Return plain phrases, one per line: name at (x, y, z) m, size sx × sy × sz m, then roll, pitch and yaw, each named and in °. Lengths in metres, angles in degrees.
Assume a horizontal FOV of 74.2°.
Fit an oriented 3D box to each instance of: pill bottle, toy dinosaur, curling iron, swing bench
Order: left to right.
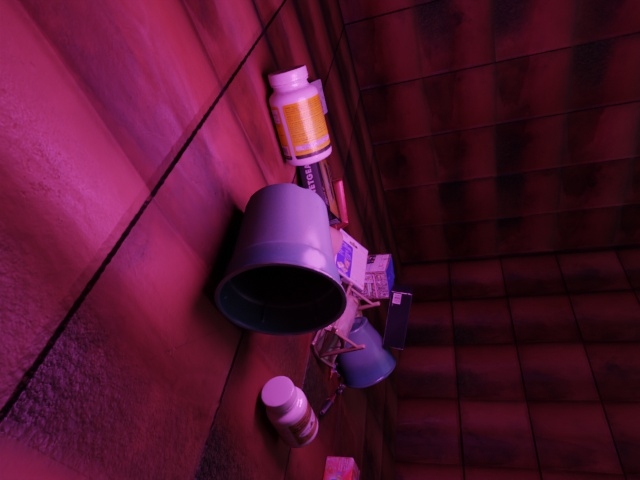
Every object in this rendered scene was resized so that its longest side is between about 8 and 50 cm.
pill bottle at (-0.097, 0.533, 1.322) m, size 0.131 × 0.131 × 0.229 m, roll -74°, pitch 152°, yaw -49°
pill bottle at (-0.082, -0.466, 1.586) m, size 0.188 × 0.188 × 0.334 m, roll -67°, pitch 147°, yaw -56°
toy dinosaur at (0.048, 0.593, 1.930) m, size 0.090 × 0.047 × 0.082 m, roll 50°, pitch 31°, yaw 2°
curling iron at (0.048, 0.695, 1.856) m, size 0.068 × 0.035 × 0.274 m, roll -61°, pitch 163°, yaw 14°
swing bench at (0.088, 0.358, 1.782) m, size 0.165 × 0.254 × 0.253 m, roll 36°, pitch 44°, yaw -9°

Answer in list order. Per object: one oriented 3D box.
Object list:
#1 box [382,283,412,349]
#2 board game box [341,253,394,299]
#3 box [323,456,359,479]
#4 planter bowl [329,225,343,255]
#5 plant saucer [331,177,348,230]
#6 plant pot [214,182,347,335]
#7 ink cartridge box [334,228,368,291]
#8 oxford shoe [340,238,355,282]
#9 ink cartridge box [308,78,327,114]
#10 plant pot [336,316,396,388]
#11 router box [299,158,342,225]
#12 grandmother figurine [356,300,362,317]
box at (0.367, 0.354, 1.998) m, size 0.184 × 0.103 × 0.261 m, roll -25°, pitch 124°, yaw -78°
board game box at (0.202, 0.179, 2.084) m, size 0.232 × 0.291 × 0.141 m, roll -52°, pitch 134°, yaw -64°
box at (0.076, 1.028, 1.709) m, size 0.257 × 0.122 × 0.128 m, roll -75°, pitch 153°, yaw -48°
planter bowl at (0.000, 0.000, 1.780) m, size 0.109 × 0.162 × 0.162 m, roll 36°, pitch 46°, yaw -32°
plant saucer at (0.080, -0.189, 2.222) m, size 0.258 × 0.047 × 0.259 m, roll -34°, pitch 116°, yaw -70°
plant pot at (-0.102, 0.038, 1.197) m, size 0.341 × 0.341 × 0.334 m, roll 64°, pitch 20°, yaw -47°
ink cartridge box at (0.123, 0.086, 1.836) m, size 0.206 × 0.045 × 0.208 m, roll 38°, pitch 49°, yaw -34°
oxford shoe at (0.038, 0.145, 1.888) m, size 0.169 × 0.130 × 0.449 m, roll -54°, pitch -170°, yaw 51°
ink cartridge box at (-0.047, -0.637, 1.946) m, size 0.333 × 0.065 × 0.165 m, roll -62°, pitch 142°, yaw -62°
plant pot at (0.186, 0.517, 2.026) m, size 0.255 × 0.271 × 0.271 m, roll 65°, pitch 21°, yaw -9°
router box at (-0.006, -0.239, 1.833) m, size 0.243 × 0.081 × 0.309 m, roll 35°, pitch 40°, yaw -67°
grandmother figurine at (0.180, 0.283, 2.312) m, size 0.208 × 0.104 × 0.342 m, roll 66°, pitch 20°, yaw -74°
